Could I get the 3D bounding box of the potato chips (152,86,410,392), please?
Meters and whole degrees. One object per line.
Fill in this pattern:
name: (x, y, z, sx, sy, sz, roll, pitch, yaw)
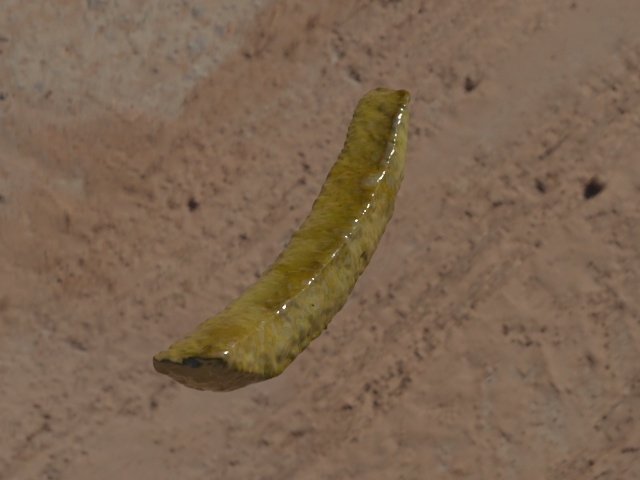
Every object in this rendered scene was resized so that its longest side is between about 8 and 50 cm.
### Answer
potato chips: (0.000, 0.000, 0.987, 0.407, 0.057, 0.080, -55, 132, -49)
